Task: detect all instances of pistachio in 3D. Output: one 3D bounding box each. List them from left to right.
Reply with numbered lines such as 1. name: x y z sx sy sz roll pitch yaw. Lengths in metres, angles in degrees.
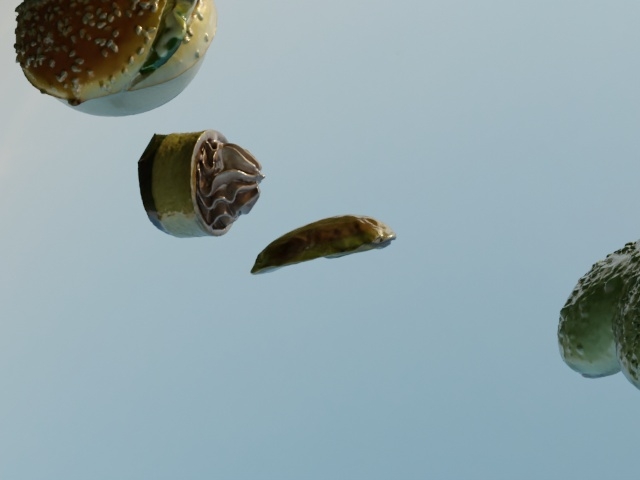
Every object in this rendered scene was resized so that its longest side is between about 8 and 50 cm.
1. pistachio: 0.000 0.000 1.386 0.173 0.049 0.089 -12 177 8

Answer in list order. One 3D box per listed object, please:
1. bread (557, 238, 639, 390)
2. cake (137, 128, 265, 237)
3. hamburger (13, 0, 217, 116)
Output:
1. bread: 0.238 0.027 0.808 0.172 0.064 0.232 -40 -175 -5
2. cake: -0.187 -0.100 2.088 0.178 0.207 0.185 -7 -110 30
3. hamburger: -0.230 -0.239 1.358 0.236 0.147 0.237 -4 -124 5
